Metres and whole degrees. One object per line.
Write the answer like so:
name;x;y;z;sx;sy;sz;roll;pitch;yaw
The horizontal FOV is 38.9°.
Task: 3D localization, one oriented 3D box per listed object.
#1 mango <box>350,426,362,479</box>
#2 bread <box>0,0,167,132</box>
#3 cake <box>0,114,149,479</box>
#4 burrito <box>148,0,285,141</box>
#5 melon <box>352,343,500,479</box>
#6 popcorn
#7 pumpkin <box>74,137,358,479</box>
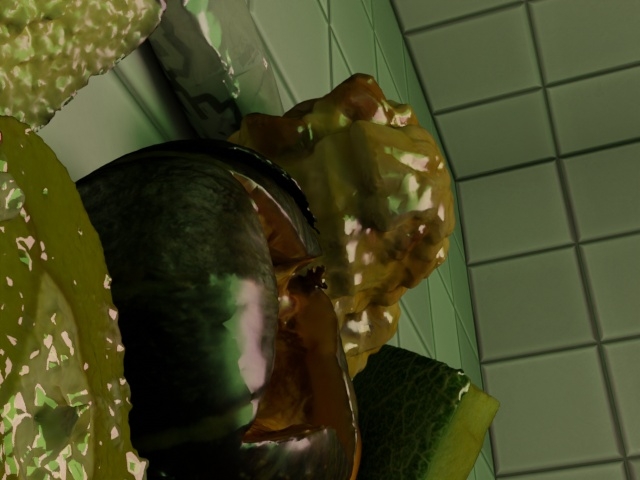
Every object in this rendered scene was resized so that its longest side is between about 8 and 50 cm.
mango;-0.028;0.231;0.944;0.219;0.112;0.144;-27;106;-65
bread;-0.225;-0.214;0.586;0.142;0.178;0.266;49;-11;41
cake;-0.181;0.072;0.429;0.179;0.156;0.260;-13;93;-69
burrito;-0.098;-0.157;0.997;0.139;0.101;0.445;-71;148;-48
melon;0.099;0.318;1.096;0.343;0.226;0.331;-67;-164;-10
popcorn;0.000;0.000;0.902;0.225;0.265;0.332;-147;-120;-62
pumpkin;-0.087;0.086;0.668;0.320;0.192;0.320;-14;90;-74
